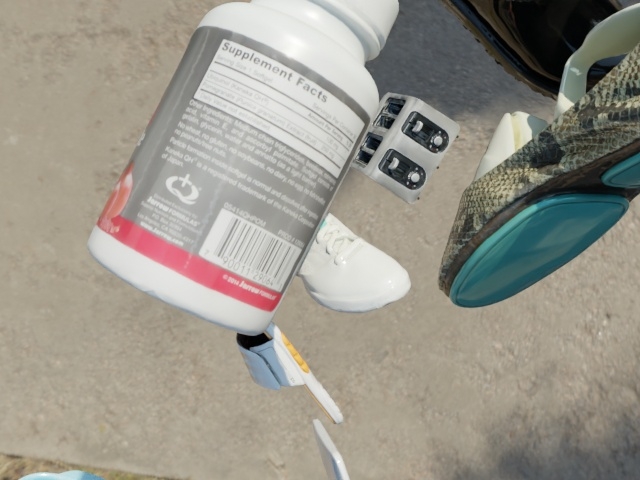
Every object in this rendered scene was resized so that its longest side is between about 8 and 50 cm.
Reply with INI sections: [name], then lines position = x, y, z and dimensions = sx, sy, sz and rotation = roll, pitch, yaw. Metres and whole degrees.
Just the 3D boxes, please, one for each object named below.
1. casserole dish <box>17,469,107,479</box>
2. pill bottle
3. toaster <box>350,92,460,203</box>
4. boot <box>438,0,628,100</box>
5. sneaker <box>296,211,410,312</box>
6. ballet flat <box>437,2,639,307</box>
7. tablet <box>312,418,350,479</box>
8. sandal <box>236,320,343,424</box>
[casserole dish]
position = -0.209, 0.251, 0.500
dimensions = 0.114, 0.188, 0.037
rotation = 18, 121, 1
[pill bottle]
position = -0.057, -0.093, 0.612
dimensions = 0.176, 0.176, 0.319
rotation = 26, 88, 16
[toaster]
position = 0.146, -0.175, 1.274
dimensions = 0.110, 0.186, 0.168
rotation = 31, 96, -21
[boot]
position = 0.237, -0.270, 0.688
dimensions = 0.348, 0.260, 0.131
rotation = 32, 86, -10
[sneaker]
position = 0.000, 0.000, 0.699
dimensions = 0.212, 0.080, 0.094
rotation = 25, 137, 45
[ballet flat]
position = 0.267, -0.095, 0.688
dimensions = 0.483, 0.164, 0.182
rotation = 132, 135, -55
[tablet]
position = 0.014, 0.116, 0.275
dimensions = 0.006, 0.054, 0.083
rotation = -20, 94, -9
[sandal]
position = -0.059, 0.198, 1.028
dimensions = 0.076, 0.102, 0.265
rotation = -39, 110, -10
